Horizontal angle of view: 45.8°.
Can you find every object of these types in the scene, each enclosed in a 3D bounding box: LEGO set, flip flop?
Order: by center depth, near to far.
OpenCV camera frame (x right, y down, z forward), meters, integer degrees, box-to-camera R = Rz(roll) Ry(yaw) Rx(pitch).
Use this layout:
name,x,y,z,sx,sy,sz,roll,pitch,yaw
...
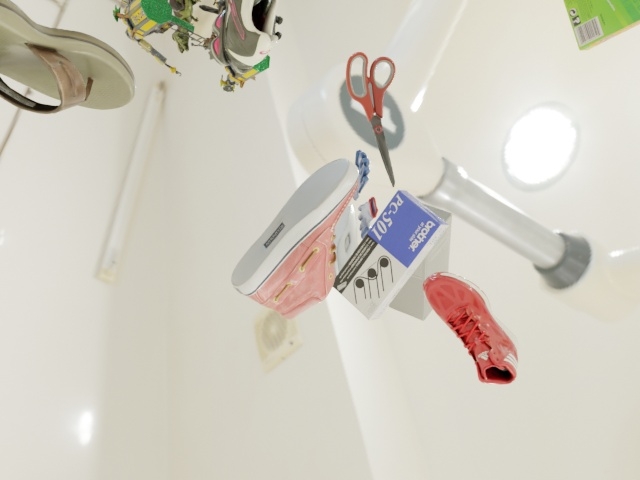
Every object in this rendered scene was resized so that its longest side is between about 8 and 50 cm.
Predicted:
name,x,y,z,sx,sy,sz,roll,pitch,yaw
flip flop,-0.292,-0.172,0.765,0.112,0.277,0.080,-14,-100,17
LEGO set,-0.257,-0.418,1.441,0.192,0.331,0.254,-17,-109,46

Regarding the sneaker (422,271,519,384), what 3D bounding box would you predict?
name,x,y,z,sx,sy,sz,roll,pitch,yaw
sneaker,0.260,0.152,1.270,0.087,0.221,0.128,-46,-169,21

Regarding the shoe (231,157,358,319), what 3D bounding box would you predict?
name,x,y,z,sx,sy,sz,roll,pitch,yaw
shoe,-0.007,0.002,0.785,0.178,0.081,0.063,-48,-151,9

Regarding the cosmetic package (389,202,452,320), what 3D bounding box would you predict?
name,x,y,z,sx,sy,sz,roll,pitch,yaw
cosmetic package,0.222,0.048,1.699,0.127,0.107,0.237,-44,146,-40

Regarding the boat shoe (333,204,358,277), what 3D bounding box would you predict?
name,x,y,z,sx,sy,sz,roll,pitch,yaw
boat shoe,0.001,0.009,1.879,0.367,0.157,0.135,-65,148,-65

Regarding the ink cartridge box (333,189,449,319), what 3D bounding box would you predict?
name,x,y,z,sx,sy,sz,roll,pitch,yaw
ink cartridge box,0.114,0.025,1.282,0.097,0.046,0.207,42,-72,21

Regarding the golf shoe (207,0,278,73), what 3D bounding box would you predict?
name,x,y,z,sx,sy,sz,roll,pitch,yaw
golf shoe,-0.115,-0.410,1.222,0.120,0.105,0.272,-12,-99,44

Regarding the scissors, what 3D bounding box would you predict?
name,x,y,z,sx,sy,sz,roll,pitch,yaw
scissors,0.111,-0.258,1.646,0.021,0.109,0.297,-124,-150,-70

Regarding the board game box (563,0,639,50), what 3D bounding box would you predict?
name,x,y,z,sx,sy,sz,roll,pitch,yaw
board game box,0.530,-0.430,1.270,0.259,0.039,0.124,-22,-97,55

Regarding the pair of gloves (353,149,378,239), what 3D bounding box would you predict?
name,x,y,z,sx,sy,sz,roll,pitch,yaw
pair of gloves,0.096,-0.097,1.658,0.159,0.023,0.198,109,-25,-68
